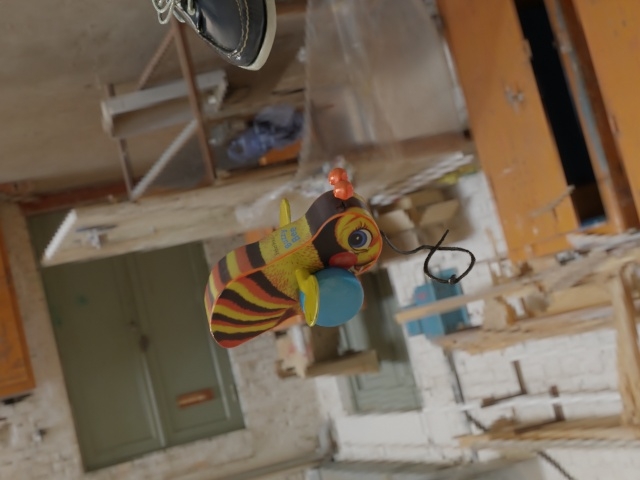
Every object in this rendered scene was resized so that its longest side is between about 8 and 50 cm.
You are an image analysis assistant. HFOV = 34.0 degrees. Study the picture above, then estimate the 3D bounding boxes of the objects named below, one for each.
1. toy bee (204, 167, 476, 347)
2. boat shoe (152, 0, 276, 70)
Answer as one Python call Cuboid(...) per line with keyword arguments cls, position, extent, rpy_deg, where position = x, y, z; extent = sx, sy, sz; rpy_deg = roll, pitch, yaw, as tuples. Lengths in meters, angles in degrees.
Cuboid(cls="toy bee", position=(0.000, 0.000, 1.162), extent=(0.298, 0.162, 0.195), rpy_deg=(-31, -143, -19))
Cuboid(cls="boat shoe", position=(-0.116, -0.249, 1.005), extent=(0.079, 0.254, 0.095), rpy_deg=(9, 128, -36))
